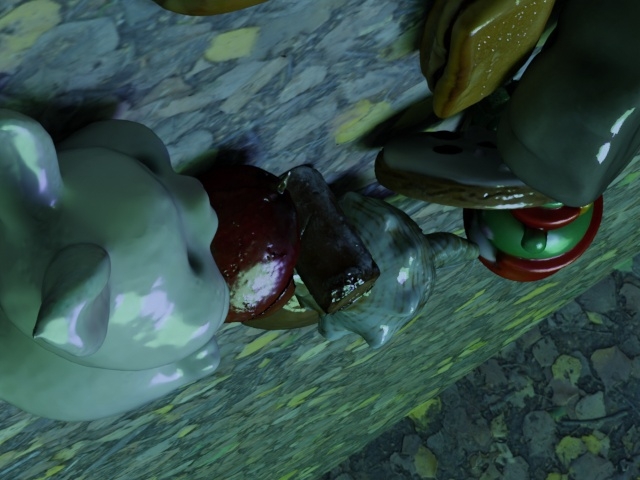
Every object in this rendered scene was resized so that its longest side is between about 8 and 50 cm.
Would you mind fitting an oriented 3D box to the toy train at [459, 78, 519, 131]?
[{"bbox_3d":[0.194,-0.139,1.755,0.071,0.038,0.148,-26,166,-12],"label":"toy train"}]

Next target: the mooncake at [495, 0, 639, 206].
[{"bbox_3d":[0.273,-0.162,1.510,0.275,0.135,0.275,-55,171,-14],"label":"mooncake"}]

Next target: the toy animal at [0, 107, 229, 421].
[{"bbox_3d":[-0.194,0.028,1.172,0.241,0.196,0.367,-26,168,-17],"label":"toy animal"}]

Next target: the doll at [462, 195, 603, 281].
[{"bbox_3d":[0.263,-0.041,1.955,0.160,0.182,0.363,5,165,-7],"label":"doll"}]

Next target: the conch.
[{"bbox_3d":[0.051,0.040,1.787,0.386,0.203,0.169,22,86,-58],"label":"conch"}]

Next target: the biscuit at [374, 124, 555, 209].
[{"bbox_3d":[0.160,-0.082,1.638,0.208,0.049,0.181,1,-161,-13],"label":"biscuit"}]

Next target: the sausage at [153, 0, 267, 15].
[{"bbox_3d":[0.042,-0.237,0.924,0.354,0.116,0.134,-29,157,-28],"label":"sausage"}]

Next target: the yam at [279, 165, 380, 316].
[{"bbox_3d":[0.001,-0.001,1.600,0.079,0.141,0.079,-30,169,-7],"label":"yam"}]

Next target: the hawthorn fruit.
[{"bbox_3d":[-0.076,-0.005,1.444,0.172,0.148,0.148,-56,158,22],"label":"hawthorn fruit"}]

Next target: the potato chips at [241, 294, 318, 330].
[{"bbox_3d":[-0.010,0.073,2.017,0.195,0.062,0.208,-30,169,1],"label":"potato chips"}]

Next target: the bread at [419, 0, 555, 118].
[{"bbox_3d":[0.144,-0.189,1.379,0.116,0.077,0.200,-29,165,-13],"label":"bread"}]
